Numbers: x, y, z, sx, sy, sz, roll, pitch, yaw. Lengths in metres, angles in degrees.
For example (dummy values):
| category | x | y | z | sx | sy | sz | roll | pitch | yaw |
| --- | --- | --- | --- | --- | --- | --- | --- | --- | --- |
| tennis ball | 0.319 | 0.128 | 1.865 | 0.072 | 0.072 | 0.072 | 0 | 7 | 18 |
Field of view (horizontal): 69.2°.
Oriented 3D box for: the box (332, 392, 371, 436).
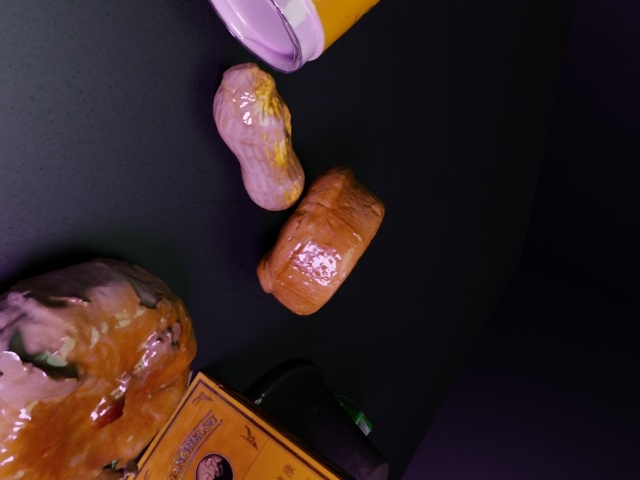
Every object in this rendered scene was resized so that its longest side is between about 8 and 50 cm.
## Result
| category | x | y | z | sx | sy | sz | roll | pitch | yaw |
| --- | --- | --- | --- | --- | --- | --- | --- | --- | --- |
| box | 0.024 | 0.530 | 1.175 | 0.250 | 0.102 | 0.180 | -53 | 149 | -24 |

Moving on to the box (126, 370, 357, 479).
| category | x | y | z | sx | sy | sz | roll | pitch | yaw |
| --- | --- | --- | --- | --- | --- | --- | --- | --- | --- |
| box | -0.102 | 0.342 | 0.632 | 0.193 | 0.301 | 0.084 | -57 | 149 | -16 |

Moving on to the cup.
| category | x | y | z | sx | sy | sz | roll | pitch | yaw |
| --- | --- | --- | --- | --- | --- | --- | --- | --- | --- |
| cup | 0.017 | -0.319 | 0.477 | 0.280 | 0.196 | 0.196 | -50 | 148 | -9 |

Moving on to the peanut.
| category | x | y | z | sx | sy | sz | roll | pitch | yaw |
| --- | --- | --- | --- | --- | --- | --- | --- | --- | --- |
| peanut | -0.072 | -0.117 | 0.568 | 0.087 | 0.087 | 0.207 | -49 | 149 | -26 |

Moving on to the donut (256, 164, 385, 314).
| category | x | y | z | sx | sy | sz | roll | pitch | yaw |
| --- | --- | --- | --- | --- | --- | --- | --- | --- | --- |
| donut | -0.001 | 0.002 | 0.678 | 0.227 | 0.113 | 0.226 | -54 | -179 | 1 |

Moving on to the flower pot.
| category | x | y | z | sx | sy | sz | roll | pitch | yaw |
| --- | --- | --- | --- | --- | --- | --- | --- | --- | --- |
| flower pot | -0.028 | 0.448 | 0.890 | 0.379 | 0.251 | 0.380 | -34 | 137 | -40 |

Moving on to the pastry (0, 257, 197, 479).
| category | x | y | z | sx | sy | sz | roll | pitch | yaw |
| --- | --- | --- | --- | --- | --- | --- | --- | --- | --- |
| pastry | -0.227 | 0.140 | 0.469 | 0.257 | 0.120 | 0.236 | 24 | 90 | -61 |
